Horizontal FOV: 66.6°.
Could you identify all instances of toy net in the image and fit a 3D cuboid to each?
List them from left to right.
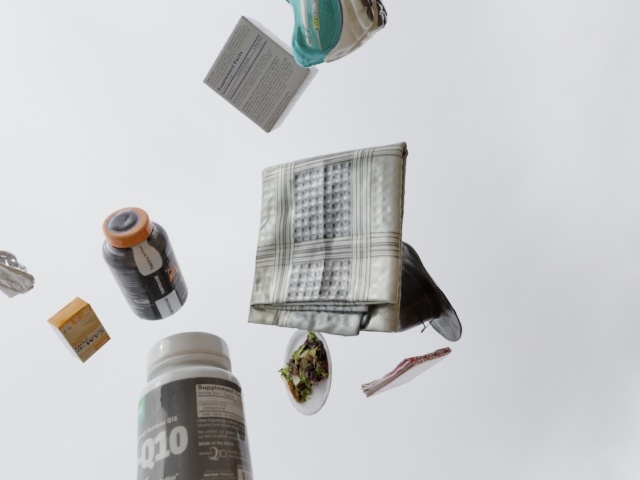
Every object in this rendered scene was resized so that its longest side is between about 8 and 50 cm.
[{"bbox_3d":[-0.507,0.022,0.674,0.233,0.045,0.122,5,-51,1],"label":"toy net"}]

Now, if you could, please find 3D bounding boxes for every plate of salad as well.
[{"bbox_3d":[-0.041,0.295,1.111,0.048,0.200,0.199,9,-90,-34],"label":"plate of salad"}]

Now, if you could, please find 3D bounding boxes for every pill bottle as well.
[{"bbox_3d":[-0.362,0.047,1.000,0.130,0.130,0.245,-38,-34,-28],"label":"pill bottle"},{"bbox_3d":[-0.242,0.370,0.927,0.205,0.360,0.204,-10,-43,-9],"label":"pill bottle"}]

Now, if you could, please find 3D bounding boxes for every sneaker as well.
[{"bbox_3d":[-0.032,-0.311,0.511,0.107,0.110,0.275,3,-117,-61],"label":"sneaker"}]

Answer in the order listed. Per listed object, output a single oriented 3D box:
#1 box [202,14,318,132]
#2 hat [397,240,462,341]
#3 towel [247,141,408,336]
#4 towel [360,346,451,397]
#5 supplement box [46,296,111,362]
[{"bbox_3d":[-0.097,-0.270,0.799,0.137,0.072,0.126,38,-66,-3],"label":"box"},{"bbox_3d":[0.185,0.135,1.158,0.134,0.331,0.331,-33,-63,-6],"label":"hat"},{"bbox_3d":[0.000,0.000,0.850,0.056,0.313,0.323,20,-109,-55],"label":"towel"},{"bbox_3d":[0.188,0.277,1.049,0.197,0.144,0.029,5,-131,-52],"label":"towel"},{"bbox_3d":[-0.408,0.153,0.829,0.062,0.036,0.098,-48,-34,-35],"label":"supplement box"}]
